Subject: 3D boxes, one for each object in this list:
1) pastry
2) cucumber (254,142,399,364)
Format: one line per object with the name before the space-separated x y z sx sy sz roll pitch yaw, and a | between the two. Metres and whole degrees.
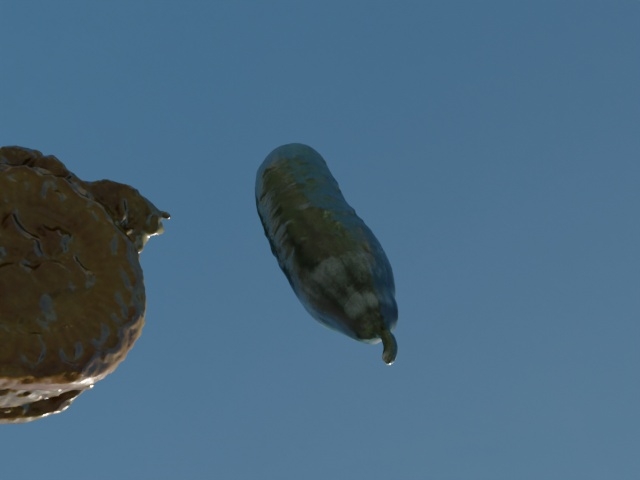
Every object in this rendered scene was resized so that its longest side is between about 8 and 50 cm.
pastry | -0.276 0.039 1.380 0.132 0.240 0.235 -47 -155 48
cucumber | 0.000 0.000 0.904 0.056 0.056 0.250 -47 -152 9
